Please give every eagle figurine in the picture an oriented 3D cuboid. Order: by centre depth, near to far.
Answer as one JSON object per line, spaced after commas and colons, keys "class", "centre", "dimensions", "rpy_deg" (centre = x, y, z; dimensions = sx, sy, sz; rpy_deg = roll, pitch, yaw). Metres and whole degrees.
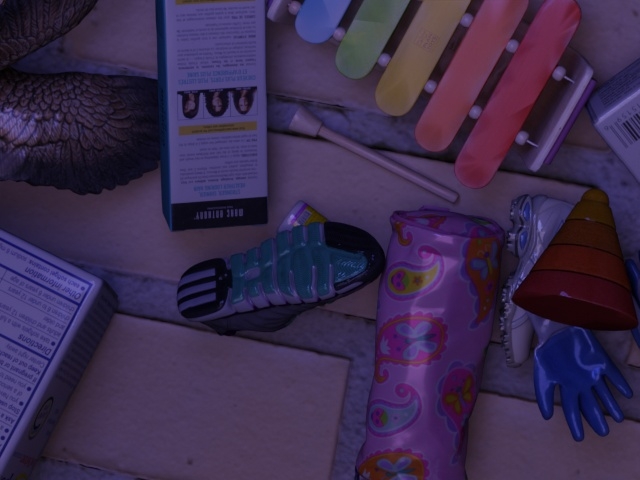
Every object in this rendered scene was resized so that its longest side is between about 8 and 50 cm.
{"class": "eagle figurine", "centre": [-0.306, -0.168, 1.873], "dimensions": [0.298, 0.226, 0.225], "rpy_deg": [2, 81, 15]}

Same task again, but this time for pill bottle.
{"class": "pill bottle", "centre": [0.000, 0.000, 1.920], "dimensions": [0.083, 0.043, 0.043], "rpy_deg": [37, 104, 1]}

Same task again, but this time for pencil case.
{"class": "pencil case", "centre": [0.105, 0.111, 1.887], "dimensions": [0.124, 0.124, 0.284], "rpy_deg": [9, 103, 8]}

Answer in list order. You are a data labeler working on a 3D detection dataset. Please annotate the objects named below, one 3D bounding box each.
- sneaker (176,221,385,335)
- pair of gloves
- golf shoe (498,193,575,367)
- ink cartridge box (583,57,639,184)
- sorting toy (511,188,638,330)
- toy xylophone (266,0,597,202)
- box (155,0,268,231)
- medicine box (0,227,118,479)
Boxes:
{"class": "sneaker", "centre": [-0.028, 0.044, 1.905], "dimensions": [0.223, 0.098, 0.083], "rpy_deg": [-12, 60, 24]}
{"class": "pair of gloves", "centre": [0.295, 0.100, 1.869], "dimensions": [0.198, 0.023, 0.159], "rpy_deg": [-22, 103, -6]}
{"class": "golf shoe", "centre": [0.220, 0.044, 1.880], "dimensions": [0.086, 0.069, 0.176], "rpy_deg": [7, 103, 3]}
{"class": "ink cartridge box", "centre": [0.429, -0.119, 1.817], "dimensions": [0.275, 0.060, 0.239], "rpy_deg": [-36, 116, 14]}
{"class": "sorting toy", "centre": [0.367, 0.041, 1.817], "dimensions": [0.365, 0.127, 0.126], "rpy_deg": [14, 77, -10]}
{"class": "toy xylophone", "centre": [0.098, -0.166, 1.852], "dimensions": [0.322, 0.081, 0.236], "rpy_deg": [22, 104, 6]}
{"class": "box", "centre": [-0.106, -0.135, 1.871], "dimensions": [0.100, 0.060, 0.244], "rpy_deg": [-4, 110, -12]}
{"class": "medicine box", "centre": [-0.386, 0.117, 1.907], "dimensions": [0.263, 0.149, 0.289], "rpy_deg": [26, 82, 6]}
